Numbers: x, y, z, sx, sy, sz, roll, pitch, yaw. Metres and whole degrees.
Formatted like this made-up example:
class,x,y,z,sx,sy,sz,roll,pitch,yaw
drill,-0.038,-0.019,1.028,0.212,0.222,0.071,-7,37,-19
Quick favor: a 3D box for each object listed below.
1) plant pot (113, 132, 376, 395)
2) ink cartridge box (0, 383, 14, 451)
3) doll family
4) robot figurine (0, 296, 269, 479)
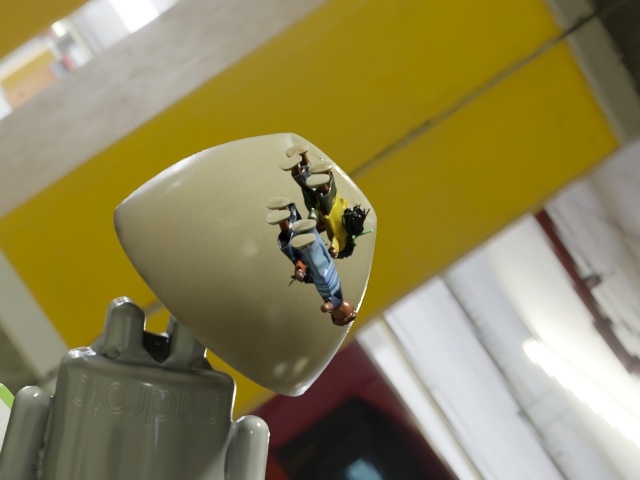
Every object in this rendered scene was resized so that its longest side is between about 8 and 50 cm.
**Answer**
class,x,y,z,sx,sy,sz,roll,pitch,yaw
plant pot,-0.051,-0.002,1.752,0.284,0.191,0.284,43,12,-12
ink cartridge box,-0.411,0.319,1.901,0.097,0.255,0.189,-7,-51,42
doll family,0.000,0.000,1.536,0.193,0.076,0.111,-70,149,-47
robot figurine,-0.208,0.245,1.839,0.200,0.300,0.353,-158,-104,-84
